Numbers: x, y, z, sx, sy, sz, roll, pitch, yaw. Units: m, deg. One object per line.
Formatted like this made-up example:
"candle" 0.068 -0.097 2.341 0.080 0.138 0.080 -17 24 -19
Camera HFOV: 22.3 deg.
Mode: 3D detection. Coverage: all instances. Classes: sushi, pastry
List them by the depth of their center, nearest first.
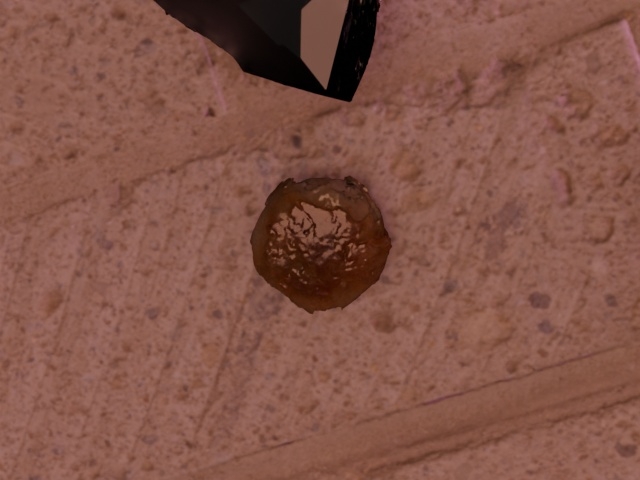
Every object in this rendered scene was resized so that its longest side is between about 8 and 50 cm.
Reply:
"sushi" -0.044 -0.263 1.626 0.227 0.212 0.215 15 90 19
"pastry" 0.000 0.003 1.731 0.153 0.081 0.153 1 97 7
